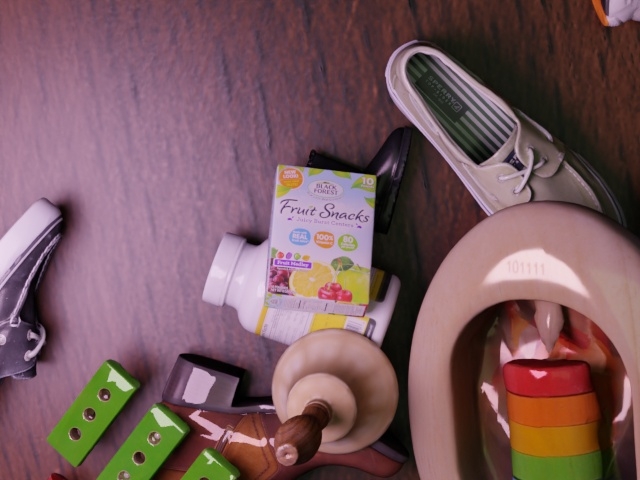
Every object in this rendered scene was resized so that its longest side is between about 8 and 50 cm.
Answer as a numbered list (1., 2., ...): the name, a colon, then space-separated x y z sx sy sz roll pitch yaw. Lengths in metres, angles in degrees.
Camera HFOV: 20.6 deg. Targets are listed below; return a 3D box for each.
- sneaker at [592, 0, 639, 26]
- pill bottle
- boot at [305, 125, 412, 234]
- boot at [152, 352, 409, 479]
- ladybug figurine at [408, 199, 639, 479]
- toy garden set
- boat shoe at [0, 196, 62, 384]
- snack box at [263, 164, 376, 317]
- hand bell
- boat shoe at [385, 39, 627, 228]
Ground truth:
1. sneaker: 0.337 -0.340 1.731 0.121 0.099 0.262 2 102 -5
2. pill bottle: -0.020 0.056 1.766 0.184 0.103 0.103 20 95 1
3. boot: 0.034 -0.068 1.785 0.099 0.045 0.121 16 96 4
4. boot: -0.069 0.285 1.791 0.264 0.096 0.280 17 96 1
5. ladybug figurine: 0.244 0.174 1.707 0.305 0.162 0.449 4 105 28
6. toy garden set: -0.174 0.271 1.763 0.244 0.049 0.203 41 105 12
7. boat shoe: -0.326 0.101 1.785 0.102 0.108 0.301 32 98 0
8. snack box: 0.000 0.000 1.715 0.100 0.037 0.141 7 63 -5
9. hand bell: -0.008 0.162 1.606 0.126 0.242 0.126 1 98 11
10. boat shoe: 0.180 -0.081 1.749 0.302 0.094 0.109 40 95 -1
